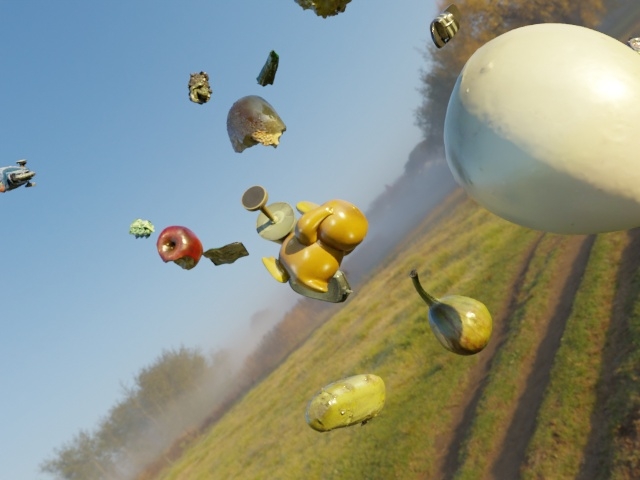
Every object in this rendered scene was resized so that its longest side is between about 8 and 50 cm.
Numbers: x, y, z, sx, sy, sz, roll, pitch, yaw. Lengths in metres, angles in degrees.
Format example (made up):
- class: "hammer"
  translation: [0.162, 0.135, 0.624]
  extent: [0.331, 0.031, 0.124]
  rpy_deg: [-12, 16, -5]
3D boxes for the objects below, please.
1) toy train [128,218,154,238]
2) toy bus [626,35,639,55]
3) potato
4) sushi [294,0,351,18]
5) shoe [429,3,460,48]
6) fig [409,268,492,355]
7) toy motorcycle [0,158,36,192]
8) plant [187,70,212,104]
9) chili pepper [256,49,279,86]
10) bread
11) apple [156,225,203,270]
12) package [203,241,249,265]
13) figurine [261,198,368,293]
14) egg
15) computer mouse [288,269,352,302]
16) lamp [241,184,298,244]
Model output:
- class: "toy train"
  translation: [-0.495, -0.033, 1.313]
  extent: [0.033, 0.083, 0.053]
  rpy_deg: [50, -130, -44]
- class: "toy bus"
  translation: [0.596, -0.267, 0.892]
  extent: [0.302, 0.139, 0.113]
  rpy_deg: [-50, -23, -19]
- class: "potato"
  translation: [0.049, 0.287, 0.844]
  extent: [0.188, 0.085, 0.105]
  rpy_deg: [-1, -55, -45]
- class: "sushi"
  translation: [-0.026, -0.859, 1.470]
  extent: [0.240, 0.351, 0.396]
  rpy_deg: [-56, 9, 30]
- class: "shoe"
  translation: [0.357, -0.602, 1.303]
  extent: [0.049, 0.071, 0.179]
  rpy_deg: [-12, 37, 51]
- class: "fig"
  translation: [0.279, 0.157, 1.079]
  extent: [0.149, 0.245, 0.149]
  rpy_deg: [-48, 7, 8]
- class: "toy motorcycle"
  translation: [-0.823, -0.164, 1.250]
  extent: [0.114, 0.076, 0.205]
  rpy_deg: [-24, 22, -34]
- class: "plant"
  translation: [-0.374, -0.466, 1.463]
  extent: [0.085, 0.087, 0.174]
  rpy_deg: [-37, 36, 13]
- class: "chili pepper"
  translation: [-0.227, -0.765, 2.083]
  extent: [0.088, 0.059, 0.227]
  rpy_deg: [-18, -9, -19]
- class: "bread"
  translation: [-0.257, -0.435, 1.757]
  extent: [0.171, 0.192, 0.314]
  rpy_deg: [-32, 25, -23]
- class: "apple"
  translation: [-0.502, 0.025, 1.715]
  extent: [0.158, 0.156, 0.147]
  rpy_deg: [45, -120, -70]
- class: "package"
  translation: [-0.385, 0.052, 1.948]
  extent: [0.166, 0.040, 0.232]
  rpy_deg: [-18, -16, -2]
- class: "figurine"
  translation: [-0.001, 0.010, 1.089]
  extent: [0.215, 0.215, 0.228]
  rpy_deg: [-7, -62, -80]
- class: "egg"
  translation: [0.345, -0.152, 0.690]
  extent: [0.283, 0.345, 0.283]
  rpy_deg: [-28, -41, -28]
- class: "computer mouse"
  translation: [0.005, 0.133, 1.517]
  extent: [0.068, 0.229, 0.113]
  rpy_deg: [-42, -45, -56]
- class: "lamp"
  translation: [-0.130, -0.063, 1.286]
  extent: [0.121, 0.121, 0.215]
  rpy_deg: [-46, -33, -6]
